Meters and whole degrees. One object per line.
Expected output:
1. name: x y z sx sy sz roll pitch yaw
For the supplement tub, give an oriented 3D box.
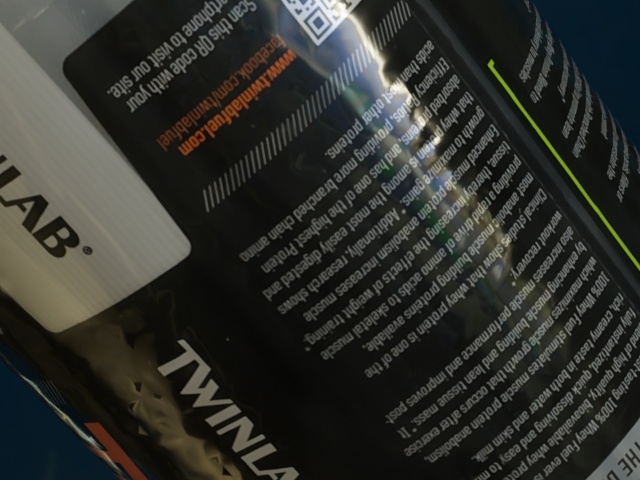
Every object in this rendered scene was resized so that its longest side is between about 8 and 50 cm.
1. supplement tub: 0.000 0.000 0.435 0.193 0.193 0.316 -23 -64 40
